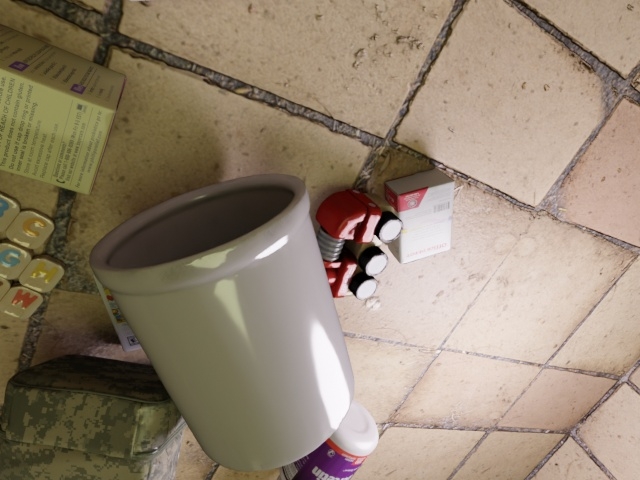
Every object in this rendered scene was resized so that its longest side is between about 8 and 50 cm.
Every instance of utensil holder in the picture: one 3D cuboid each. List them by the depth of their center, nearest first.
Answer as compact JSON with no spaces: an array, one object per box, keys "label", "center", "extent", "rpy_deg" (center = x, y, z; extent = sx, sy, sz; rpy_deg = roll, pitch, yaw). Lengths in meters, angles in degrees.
[{"label":"utensil holder","center":[-0.132,0.127,0.726],"extent":[0.328,0.327,0.384],"rpy_deg":[-19,114,-8]}]

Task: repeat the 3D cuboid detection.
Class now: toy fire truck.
[{"label":"toy fire truck","center":[0.000,0.000,0.867],"extent":[0.247,0.158,0.216],"rpy_deg":[1,121,-33]}]

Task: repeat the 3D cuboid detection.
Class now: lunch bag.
[{"label":"lunch bag","center":[-0.408,0.367,0.803],"extent":[0.306,0.212,0.255],"rpy_deg":[7,87,2]}]

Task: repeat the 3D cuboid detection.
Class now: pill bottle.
[{"label":"pill bottle","center":[0.007,0.597,1.208],"extent":[0.182,0.181,0.322],"rpy_deg":[21,112,-30]}]

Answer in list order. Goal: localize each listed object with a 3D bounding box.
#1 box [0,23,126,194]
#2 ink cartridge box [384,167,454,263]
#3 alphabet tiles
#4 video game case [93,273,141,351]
[{"label":"box","center":[-0.390,-0.183,0.544],"extent":[0.243,0.213,0.117],"rpy_deg":[17,113,-29]},{"label":"ink cartridge box","center":[0.211,-0.050,0.941],"extent":[0.128,0.072,0.174],"rpy_deg":[-16,125,-11]},{"label":"alphabet tiles","center":[-0.595,0.030,0.722],"extent":[0.278,0.021,0.284],"rpy_deg":[-46,124,11]},{"label":"video game case","center":[-0.308,0.121,0.885],"extent":[0.227,0.026,0.206],"rpy_deg":[-11,124,-13]}]
